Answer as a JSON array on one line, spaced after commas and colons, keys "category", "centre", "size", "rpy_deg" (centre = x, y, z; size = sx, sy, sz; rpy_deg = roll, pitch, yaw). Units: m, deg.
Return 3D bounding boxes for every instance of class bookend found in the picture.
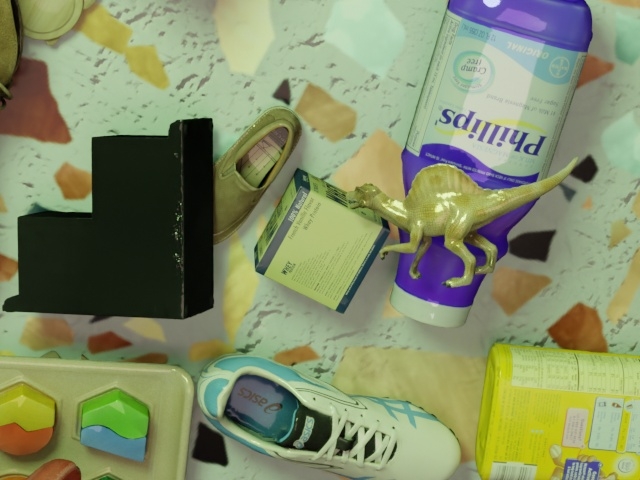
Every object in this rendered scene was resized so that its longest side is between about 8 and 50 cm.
[{"category": "bookend", "centre": [-0.170, -0.020, 1.398], "size": [0.157, 0.072, 0.156], "rpy_deg": [1, 96, 16]}]

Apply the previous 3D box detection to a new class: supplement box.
[{"category": "supplement box", "centre": [0.000, 0.000, 1.429], "size": [0.083, 0.056, 0.083], "rpy_deg": [26, 105, -11]}]

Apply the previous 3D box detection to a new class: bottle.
[{"category": "bottle", "centre": [0.125, -0.070, 1.394], "size": [0.118, 0.092, 0.282], "rpy_deg": [17, 107, -2]}]

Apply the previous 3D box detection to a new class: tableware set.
[{"category": "tableware set", "centre": [-0.243, -0.240, 1.357], "size": [0.169, 0.020, 0.141], "rpy_deg": [23, 107, -11]}]

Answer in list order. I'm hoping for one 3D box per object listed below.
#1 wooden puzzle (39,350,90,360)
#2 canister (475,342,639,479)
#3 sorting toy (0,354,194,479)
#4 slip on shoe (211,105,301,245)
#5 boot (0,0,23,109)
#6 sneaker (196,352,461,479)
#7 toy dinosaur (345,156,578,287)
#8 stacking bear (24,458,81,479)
[{"category": "wooden puzzle", "centre": [-0.234, 0.138, 1.483], "size": [0.116, 0.014, 0.078], "rpy_deg": [-35, 106, 9]}, {"category": "canister", "centre": [0.224, 0.152, 1.483], "size": [0.170, 0.073, 0.126], "rpy_deg": [5, 108, -4]}, {"category": "sorting toy", "centre": [-0.218, 0.188, 1.476], "size": [0.208, 0.038, 0.193], "rpy_deg": [6, 115, -4]}, {"category": "slip on shoe", "centre": [-0.063, -0.049, 1.417], "size": [0.051, 0.041, 0.135], "rpy_deg": [39, 102, -14]}, {"category": "boot", "centre": [-0.280, -0.106, 1.349], "size": [0.115, 0.112, 0.305], "rpy_deg": [-9, 113, -8]}, {"category": "sneaker", "centre": [0.008, 0.162, 1.468], "size": [0.237, 0.086, 0.085], "rpy_deg": [19, 104, -10]}, {"category": "toy dinosaur", "centre": [0.107, -0.015, 1.334], "size": [0.183, 0.053, 0.092], "rpy_deg": [-5, 102, 13]}, {"category": "stacking bear", "centre": [-0.363, 0.240, 1.418], "size": [0.289, 0.164, 0.175], "rpy_deg": [15, 116, 14]}]
